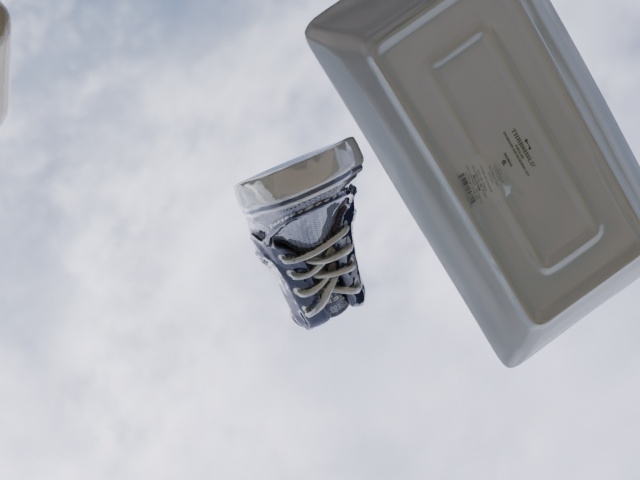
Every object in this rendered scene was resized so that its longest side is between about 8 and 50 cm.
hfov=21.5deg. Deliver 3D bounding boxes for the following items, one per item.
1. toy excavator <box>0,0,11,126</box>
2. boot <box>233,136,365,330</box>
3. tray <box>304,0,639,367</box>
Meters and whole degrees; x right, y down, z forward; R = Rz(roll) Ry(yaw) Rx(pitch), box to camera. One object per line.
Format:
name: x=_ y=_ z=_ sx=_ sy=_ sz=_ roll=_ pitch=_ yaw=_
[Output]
toy excavator: x=-0.475 y=-0.209 z=1.205 sx=0.445 sy=0.222 sz=0.433 roll=-8 pitch=-137 yaw=-19
boot: x=0.000 y=0.000 z=0.881 sx=0.069 sy=0.190 sz=0.086 roll=-23 pitch=-90 yaw=-2
tray: x=0.116 y=-0.058 z=1.039 sx=0.145 sy=0.270 sz=0.030 roll=-35 pitch=-158 yaw=-5
